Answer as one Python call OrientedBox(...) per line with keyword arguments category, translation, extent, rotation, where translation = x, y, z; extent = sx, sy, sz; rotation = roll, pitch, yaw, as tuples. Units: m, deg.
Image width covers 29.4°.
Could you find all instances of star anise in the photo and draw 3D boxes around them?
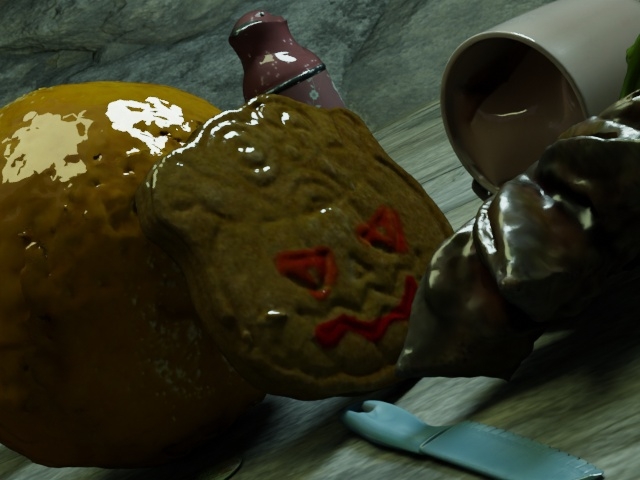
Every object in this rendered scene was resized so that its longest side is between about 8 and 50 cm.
OrientedBox(category="star anise", translation=(0.169, -0.003, 0.841), extent=(0.315, 0.108, 0.315), rotation=(-42, -7, -6))

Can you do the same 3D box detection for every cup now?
OrientedBox(category="cup", translation=(0.255, -0.141, 1.327), extent=(0.200, 0.191, 0.253), rotation=(-30, -25, -37))

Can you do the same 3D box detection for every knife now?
OrientedBox(category="knife", translation=(0.082, 0.126, 0.772), extent=(0.044, 0.019, 0.313), rotation=(-28, 10, -19))

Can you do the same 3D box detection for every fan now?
OrientedBox(category="fan", translation=(-0.096, 0.194, 0.958), extent=(0.060, 0.003, 0.080), rotation=(-22, 10, 38))

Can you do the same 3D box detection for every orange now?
OrientedBox(category="orange", translation=(-0.189, 0.026, 1.067), extent=(0.340, 0.341, 0.293), rotation=(-34, 34, -33))

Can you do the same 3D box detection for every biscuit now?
OrientedBox(category="biscuit", translation=(0.001, -0.001, 0.960), extent=(0.273, 0.257, 0.049), rotation=(-28, -9, -48))

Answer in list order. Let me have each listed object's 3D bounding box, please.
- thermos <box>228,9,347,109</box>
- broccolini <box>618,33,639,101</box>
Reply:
OrientedBox(category="thermos", translation=(-0.002, -0.136, 1.504), extent=(0.136, 0.330, 0.109), rotation=(-33, 9, -30))
OrientedBox(category="broccolini", translation=(0.287, -0.106, 0.935), extent=(0.123, 0.062, 0.271), rotation=(-13, -33, -9))
